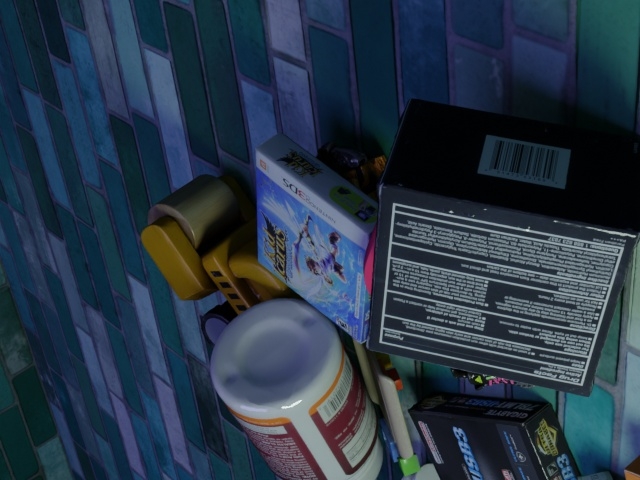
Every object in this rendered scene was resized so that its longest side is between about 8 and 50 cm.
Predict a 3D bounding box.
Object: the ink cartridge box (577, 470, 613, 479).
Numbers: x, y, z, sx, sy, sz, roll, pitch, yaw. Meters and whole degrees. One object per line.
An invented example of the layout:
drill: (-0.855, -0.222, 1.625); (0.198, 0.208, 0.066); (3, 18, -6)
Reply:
ink cartridge box: (0.428, 0.462, 1.641); (0.235, 0.056, 0.171); (-85, -19, -69)

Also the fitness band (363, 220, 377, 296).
fitness band: (0.175, 0.011, 1.609); (0.209, 0.054, 0.291); (16, 133, -4)

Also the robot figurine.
robot figurine: (0.039, -0.058, 1.838); (0.291, 0.085, 0.211); (-13, 107, 59)

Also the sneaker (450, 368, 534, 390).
sneaker: (0.263, 0.199, 1.754); (0.170, 0.075, 0.063); (12, 127, 51)

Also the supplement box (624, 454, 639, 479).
supplement box: (0.487, 0.402, 1.610); (0.080, 0.078, 0.233); (16, 129, 50)

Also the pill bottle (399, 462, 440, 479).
pill bottle: (0.180, 0.468, 2.106); (0.094, 0.094, 0.169); (49, 149, 16)

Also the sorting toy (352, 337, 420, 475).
sorting toy: (0.117, 0.255, 2.012); (0.196, 0.047, 0.347); (-122, 14, -61)

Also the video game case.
video game case: (0.000, 0.000, 1.802); (0.244, 0.061, 0.269); (39, 148, 28)

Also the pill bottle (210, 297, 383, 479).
pill bottle: (-0.025, 0.294, 2.013); (0.224, 0.224, 0.392); (33, 159, 36)

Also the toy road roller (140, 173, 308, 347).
toy road roller: (-0.133, 0.022, 2.065); (0.240, 0.202, 0.329); (-30, 97, 48)

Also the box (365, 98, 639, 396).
box: (0.221, 0.010, 1.423); (0.296, 0.182, 0.294); (12, 135, 9)

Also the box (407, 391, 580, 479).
box: (0.305, 0.394, 1.882); (0.293, 0.073, 0.295); (-5, 113, 56)
